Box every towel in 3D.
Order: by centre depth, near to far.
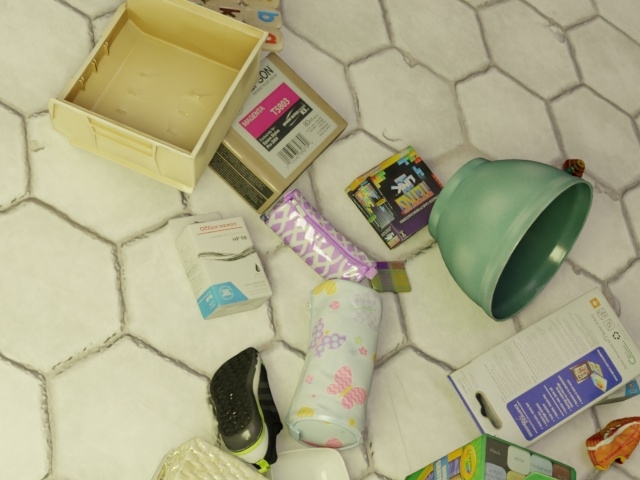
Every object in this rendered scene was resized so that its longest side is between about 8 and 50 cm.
[{"bbox_3d":[0.120,0.065,1.939,0.083,0.009,0.060,0,64,-31],"label":"towel"}]

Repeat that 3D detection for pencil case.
[{"bbox_3d":[0.024,0.194,1.738,0.124,0.113,0.273,17,55,-11],"label":"pencil case"},{"bbox_3d":[0.000,0.000,1.852,0.206,0.088,0.086,42,52,-5],"label":"pencil case"}]

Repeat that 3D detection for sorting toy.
[{"bbox_3d":[0.528,-0.133,2.285,0.061,0.042,0.101,18,56,-22],"label":"sorting toy"}]

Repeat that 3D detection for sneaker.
[{"bbox_3d":[-0.104,0.255,1.621,0.097,0.084,0.234,53,15,-27],"label":"sneaker"},{"bbox_3d":[0.546,0.366,2.005,0.175,0.064,0.067,-21,95,-33],"label":"sneaker"}]

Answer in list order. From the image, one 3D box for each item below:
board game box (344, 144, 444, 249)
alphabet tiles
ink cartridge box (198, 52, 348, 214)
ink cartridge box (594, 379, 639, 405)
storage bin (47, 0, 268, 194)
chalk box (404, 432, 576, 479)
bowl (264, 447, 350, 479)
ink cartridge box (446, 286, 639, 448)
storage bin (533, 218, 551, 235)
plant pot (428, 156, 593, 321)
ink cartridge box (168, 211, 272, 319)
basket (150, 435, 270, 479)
[{"bbox_3d":[0.147,-0.080,2.016,0.170,0.048,0.141,-34,83,-40],"label":"board game box"},{"bbox_3d":[-0.207,-0.403,1.953,0.278,0.021,0.284,4,50,-13],"label":"alphabet tiles"},{"bbox_3d":[-0.093,-0.189,1.905,0.193,0.088,0.234,44,51,-4],"label":"ink cartridge box"},{"bbox_3d":[0.534,0.241,2.064,0.089,0.052,0.122,-2,67,-32],"label":"ink cartridge box"},{"bbox_3d":[-0.257,-0.248,1.745,0.260,0.123,0.262,23,63,7],"label":"storage bin"},{"bbox_3d":[0.264,0.417,1.639,0.180,0.289,0.179,24,53,-18],"label":"chalk box"},{"bbox_3d":[-0.020,0.384,1.632,0.142,0.053,0.142,3,62,-37],"label":"bowl"},{"bbox_3d":[0.398,0.237,1.947,0.371,0.069,0.175,-25,78,-27],"label":"ink cartridge box"},{"bbox_3d":[0.411,-0.055,2.145,0.091,0.098,0.135,20,50,14],"label":"storage bin"},{"bbox_3d":[0.318,-0.028,1.968,0.196,0.293,0.293,35,45,26],"label":"plant pot"},{"bbox_3d":[-0.161,0.026,1.754,0.104,0.060,0.180,-11,70,-35],"label":"ink cartridge box"},{"bbox_3d":[-0.151,0.365,1.535,0.167,0.103,0.113,33,50,-10],"label":"basket"}]
